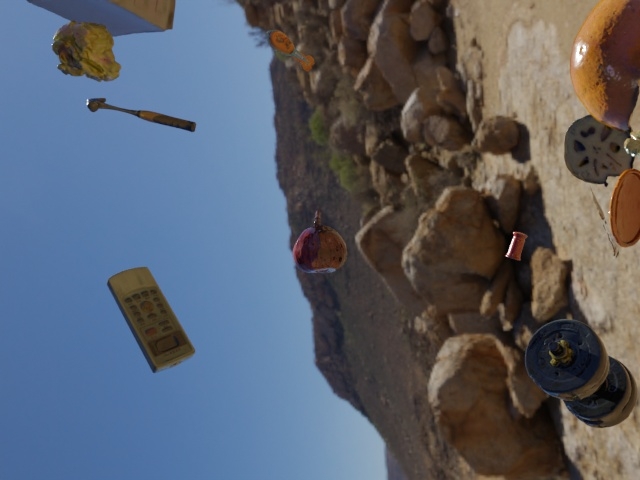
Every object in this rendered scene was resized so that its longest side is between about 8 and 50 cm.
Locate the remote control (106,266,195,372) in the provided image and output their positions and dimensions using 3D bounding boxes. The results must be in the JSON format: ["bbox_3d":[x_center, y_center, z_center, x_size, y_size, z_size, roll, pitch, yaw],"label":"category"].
[{"bbox_3d":[-0.435,0.194,1.659,0.285,0.123,0.038,58,137,17],"label":"remote control"}]

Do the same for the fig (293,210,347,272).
[{"bbox_3d":[0.009,0.015,1.530,0.150,0.128,0.128,-58,-19,-14],"label":"fig"}]

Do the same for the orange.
[{"bbox_3d":[0.685,-0.405,1.443,0.274,0.274,0.310,-22,-87,-82],"label":"orange"}]

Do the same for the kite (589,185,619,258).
[{"bbox_3d":[0.800,-0.055,1.831,0.127,0.016,0.229,28,-133,-49],"label":"kite"}]

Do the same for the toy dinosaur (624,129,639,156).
[{"bbox_3d":[0.854,-0.206,1.602,0.393,0.205,0.092,-28,-22,-52],"label":"toy dinosaur"}]

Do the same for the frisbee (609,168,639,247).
[{"bbox_3d":[0.741,-0.078,1.574,0.192,0.035,0.192,-5,-82,-40],"label":"frisbee"}]

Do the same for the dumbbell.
[{"bbox_3d":[0.630,0.324,1.562,0.388,0.185,0.185,37,-139,-40],"label":"dumbbell"}]

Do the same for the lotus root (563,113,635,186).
[{"bbox_3d":[0.745,-0.250,1.711,0.078,0.183,0.203,-31,-54,-38],"label":"lotus root"}]

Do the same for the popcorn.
[{"bbox_3d":[-0.387,-0.314,1.077,0.089,0.097,0.109,-34,-94,-39],"label":"popcorn"}]

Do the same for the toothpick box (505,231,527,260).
[{"bbox_3d":[0.604,0.016,1.996,0.047,0.047,0.083,-20,-53,-82],"label":"toothpick box"}]

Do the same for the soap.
[{"bbox_3d":[-0.527,-0.691,1.502,0.435,0.213,0.350,-6,-74,-71],"label":"soap"}]

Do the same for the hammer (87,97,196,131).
[{"bbox_3d":[-0.336,-0.238,1.229,0.078,0.201,0.021,-129,52,-65],"label":"hammer"}]

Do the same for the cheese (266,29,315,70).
[{"bbox_3d":[-0.059,-0.371,1.262,0.017,0.111,0.047,-22,39,59],"label":"cheese"}]
